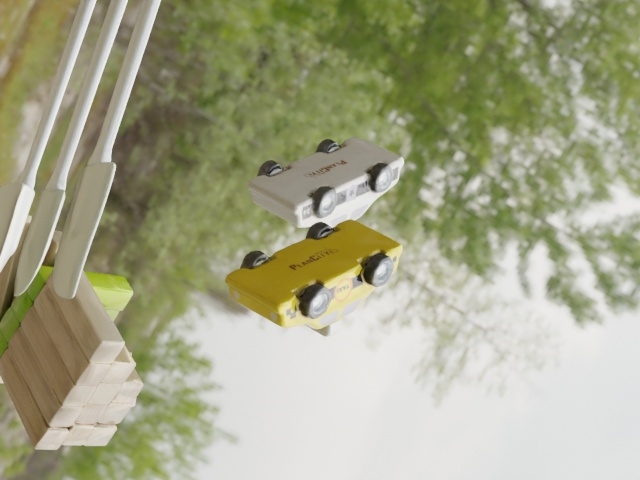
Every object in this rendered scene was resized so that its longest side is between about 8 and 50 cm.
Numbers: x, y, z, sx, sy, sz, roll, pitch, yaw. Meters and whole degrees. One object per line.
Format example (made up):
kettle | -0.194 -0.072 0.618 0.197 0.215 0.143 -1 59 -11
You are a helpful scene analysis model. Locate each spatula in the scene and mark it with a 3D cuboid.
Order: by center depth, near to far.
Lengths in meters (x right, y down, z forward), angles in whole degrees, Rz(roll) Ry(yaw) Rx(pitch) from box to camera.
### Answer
spatula | -0.161 -0.076 0.882 0.168 0.019 0.242 -8 -116 58

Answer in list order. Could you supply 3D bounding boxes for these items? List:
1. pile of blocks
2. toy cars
pile of blocks | -0.238 0.045 1.100 0.362 0.112 0.149 23 -81 43
toy cars | 0.000 0.000 1.505 0.394 0.176 0.087 -83 177 -60
